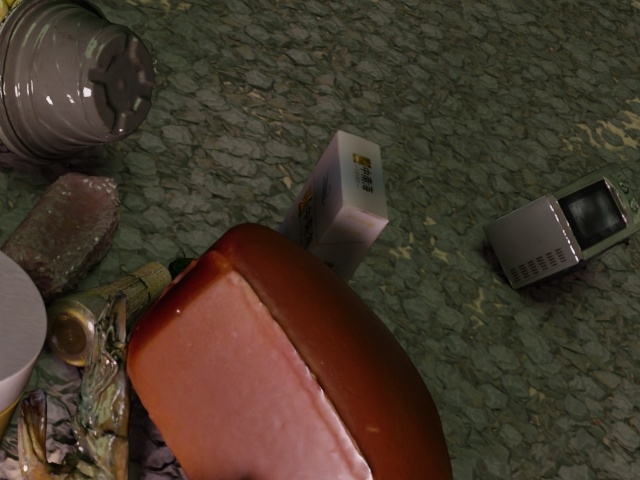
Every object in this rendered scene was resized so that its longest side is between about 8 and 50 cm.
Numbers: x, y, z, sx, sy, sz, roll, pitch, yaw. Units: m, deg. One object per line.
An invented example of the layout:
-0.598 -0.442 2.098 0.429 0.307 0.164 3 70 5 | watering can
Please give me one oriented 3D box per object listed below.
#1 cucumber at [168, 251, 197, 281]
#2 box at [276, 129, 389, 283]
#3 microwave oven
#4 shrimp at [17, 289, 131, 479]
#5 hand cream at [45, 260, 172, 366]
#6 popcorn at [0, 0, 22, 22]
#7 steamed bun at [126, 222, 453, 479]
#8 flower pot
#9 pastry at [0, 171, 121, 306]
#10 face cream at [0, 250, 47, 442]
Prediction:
-0.092 0.105 1.657 0.265 0.077 0.077 42 38 14 | cucumber
0.000 0.000 1.704 0.067 0.243 0.155 17 37 -19 | box
0.377 -0.017 2.043 0.205 0.163 0.129 -23 84 -46 | microwave oven
-0.253 0.170 1.400 0.169 0.058 0.296 42 40 -52 | shrimp
-0.242 0.074 1.599 0.084 0.084 0.203 37 32 9 | hand cream
-0.448 -0.289 1.815 0.189 0.218 0.169 5 86 -7 | popcorn
-0.021 0.178 1.460 0.379 0.235 0.248 55 21 16 | steamed bun
-0.304 -0.205 1.727 0.141 0.235 0.235 9 27 28 | flower pot
-0.317 0.008 1.602 0.103 0.112 0.265 21 25 6 | pastry
-0.403 0.122 1.342 0.218 0.179 0.218 18 38 -15 | face cream
